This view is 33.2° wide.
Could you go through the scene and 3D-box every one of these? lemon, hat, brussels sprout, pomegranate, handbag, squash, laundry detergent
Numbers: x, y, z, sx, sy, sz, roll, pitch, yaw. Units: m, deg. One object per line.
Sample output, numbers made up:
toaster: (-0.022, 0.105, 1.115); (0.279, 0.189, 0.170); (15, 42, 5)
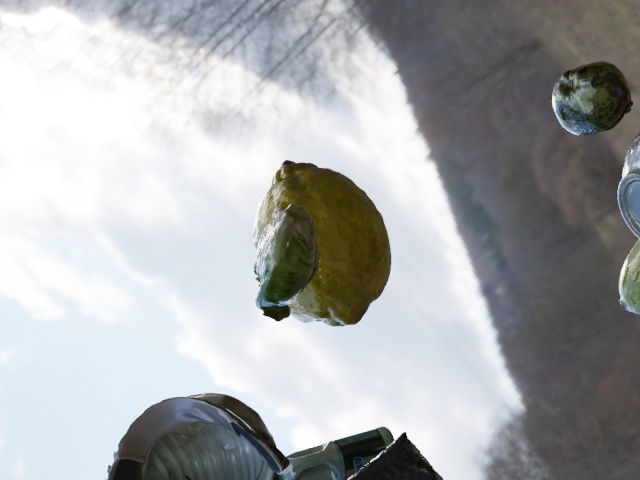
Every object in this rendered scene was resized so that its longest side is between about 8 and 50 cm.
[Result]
lemon: (0.004, 0.007, 2.113); (0.285, 0.316, 0.285); (7, -179, 0)
hat: (-0.163, 0.263, 1.360); (0.275, 0.232, 0.161); (70, 180, -59)
brussels sprout: (-0.052, 0.032, 1.599); (0.100, 0.181, 0.139); (27, -145, -5)
pomegranate: (0.479, -0.254, 1.867); (0.163, 0.138, 0.125); (-35, -86, -43)
handbag: (0.103, 0.390, 1.530); (0.088, 0.175, 0.270); (49, 173, 45)
squash: (0.525, 0.037, 1.630); (0.123, 0.186, 0.123); (31, -163, -10)
laundry detergent: (0.003, 0.349, 1.656); (0.099, 0.226, 0.070); (110, 145, -62)

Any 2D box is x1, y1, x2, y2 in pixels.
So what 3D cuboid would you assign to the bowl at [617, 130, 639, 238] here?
bowl: (0.680, -0.088, 2.065); (0.337, 0.157, 0.337); (53, 157, 34)
